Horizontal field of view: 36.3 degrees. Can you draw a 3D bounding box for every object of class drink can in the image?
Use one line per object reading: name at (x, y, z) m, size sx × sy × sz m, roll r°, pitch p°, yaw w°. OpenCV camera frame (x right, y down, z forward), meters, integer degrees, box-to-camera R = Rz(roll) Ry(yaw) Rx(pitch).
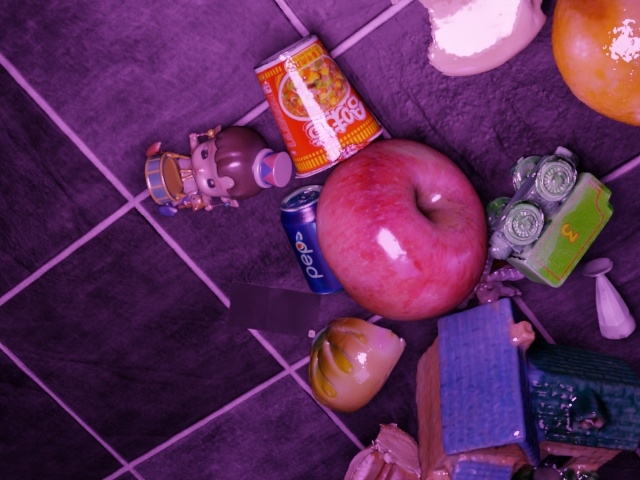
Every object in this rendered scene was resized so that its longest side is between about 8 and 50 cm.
drink can at (0.000, 0.000, 1.911) m, size 0.118 × 0.118 × 0.205 m, roll -17°, pitch 115°, yaw 15°

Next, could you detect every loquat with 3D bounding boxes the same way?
loquat at (0.545, -0.339, 1.540) m, size 0.328 × 0.359 × 0.328 m, roll -2°, pitch 101°, yaw -9°

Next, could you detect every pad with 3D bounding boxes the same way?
pad at (-0.099, 0.148, 2.067) m, size 0.193 × 0.004 × 0.116 m, roll 10°, pitch 118°, yaw 2°

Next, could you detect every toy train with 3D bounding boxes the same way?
toy train at (0.417, -0.044, 1.796) m, size 0.188 × 0.132 × 0.243 m, roll 37°, pitch 86°, yaw -14°

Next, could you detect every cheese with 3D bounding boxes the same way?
cheese at (0.248, -0.412, 1.655) m, size 0.233 × 0.127 × 0.266 m, roll -17°, pitch 113°, yaw 16°

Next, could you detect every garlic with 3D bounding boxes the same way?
garlic at (0.168, 0.561, 2.146) m, size 0.237 × 0.210 × 0.292 m, roll 6°, pitch 110°, yaw -3°

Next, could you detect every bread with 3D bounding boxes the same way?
bread at (0.059, 0.261, 2.022) m, size 0.158 × 0.156 × 0.260 m, roll 30°, pitch 117°, yaw -11°

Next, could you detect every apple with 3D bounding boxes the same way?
apple at (0.137, -0.012, 1.764) m, size 0.345 × 0.344 × 0.269 m, roll 33°, pitch 139°, yaw -11°

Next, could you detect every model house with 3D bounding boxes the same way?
model house at (0.404, 0.333, 1.882) m, size 0.382 × 0.334 × 0.342 m, roll 9°, pitch 145°, yaw -11°

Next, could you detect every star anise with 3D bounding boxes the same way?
star anise at (0.315, 0.065, 1.921) m, size 0.229 × 0.093 × 0.236 m, roll -13°, pitch 114°, yaw 14°

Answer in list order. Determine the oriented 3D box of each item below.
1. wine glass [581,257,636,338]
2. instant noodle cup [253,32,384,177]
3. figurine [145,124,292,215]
wine glass at (0.570, 0.113, 1.932) m, size 0.073 × 0.073 × 0.155 m, roll -18°, pitch 111°, yaw 16°
instant noodle cup at (-0.014, -0.248, 1.753) m, size 0.193 × 0.193 × 0.212 m, roll -25°, pitch 105°, yaw 18°
figurine at (-0.190, -0.136, 1.836) m, size 0.276 × 0.158 × 0.161 m, roll -14°, pitch 95°, yaw 14°
